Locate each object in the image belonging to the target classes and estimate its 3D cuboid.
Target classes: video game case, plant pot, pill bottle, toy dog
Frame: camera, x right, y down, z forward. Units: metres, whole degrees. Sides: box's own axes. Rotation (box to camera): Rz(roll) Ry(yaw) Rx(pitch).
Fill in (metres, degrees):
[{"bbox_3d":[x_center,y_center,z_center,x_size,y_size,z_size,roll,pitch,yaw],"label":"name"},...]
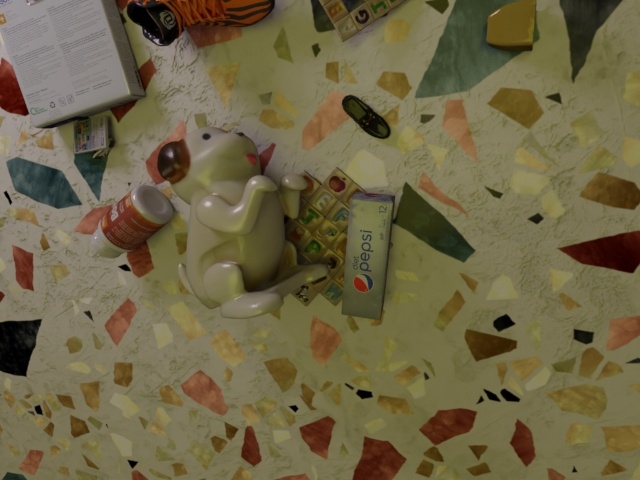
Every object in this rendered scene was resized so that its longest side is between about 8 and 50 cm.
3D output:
[{"bbox_3d":[-0.619,-0.284,1.129,0.122,0.011,0.087,-3,89,23],"label":"video game case"},{"bbox_3d":[0.366,-0.409,0.808,0.083,0.081,0.081,5,107,27],"label":"plant pot"},{"bbox_3d":[-0.512,-0.044,1.126,0.216,0.121,0.121,-34,94,21],"label":"pill bottle"},{"bbox_3d":[-0.203,-0.061,0.978,0.396,0.285,0.407,-9,99,41],"label":"toy dog"}]

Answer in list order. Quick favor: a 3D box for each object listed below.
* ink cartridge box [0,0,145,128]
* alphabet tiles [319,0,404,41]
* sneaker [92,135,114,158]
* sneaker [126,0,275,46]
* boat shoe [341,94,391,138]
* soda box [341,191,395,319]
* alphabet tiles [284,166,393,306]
[{"bbox_3d":[-0.642,-0.487,1.067,0.324,0.071,0.329,-10,101,17],"label":"ink cartridge box"},{"bbox_3d":[0.066,-0.560,0.839,0.198,0.009,0.237,-33,102,4],"label":"alphabet tiles"},{"bbox_3d":[-0.595,-0.255,1.143,0.083,0.031,0.035,-38,79,17],"label":"sneaker"},{"bbox_3d":[-0.264,-0.482,0.892,0.321,0.180,0.124,6,139,21],"label":"sneaker"},{"bbox_3d":[0.101,-0.274,0.937,0.133,0.042,0.049,42,109,0],"label":"boat shoe"},{"bbox_3d":[0.111,0.035,0.981,0.098,0.091,0.286,6,107,12],"label":"soda box"},{"bbox_3d":[0.000,0.000,1.057,0.285,0.011,0.342,41,111,2],"label":"alphabet tiles"}]
